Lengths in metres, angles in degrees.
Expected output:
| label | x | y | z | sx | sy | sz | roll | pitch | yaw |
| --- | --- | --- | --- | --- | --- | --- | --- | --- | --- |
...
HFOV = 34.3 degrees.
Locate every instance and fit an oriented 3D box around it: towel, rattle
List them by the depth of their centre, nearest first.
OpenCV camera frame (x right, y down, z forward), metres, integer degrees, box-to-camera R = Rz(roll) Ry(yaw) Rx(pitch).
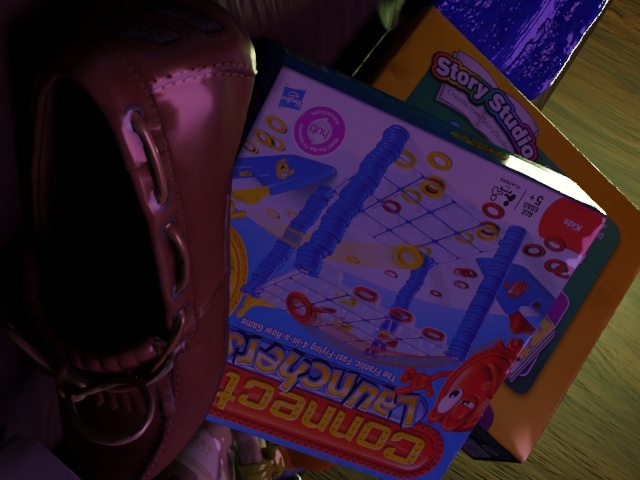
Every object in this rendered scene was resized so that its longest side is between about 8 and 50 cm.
| label | x | y | z | sx | sy | sz | roll | pitch | yaw |
| --- | --- | --- | --- | --- | --- | --- | --- | --- | --- |
| towel | 0.236 | -0.294 | 1.193 | 0.308 | 0.076 | 0.227 | 24 | 98 | -56 |
| rattle | -0.053 | 0.243 | 1.364 | 0.143 | 0.130 | 0.199 | -31 | -179 | 1 |

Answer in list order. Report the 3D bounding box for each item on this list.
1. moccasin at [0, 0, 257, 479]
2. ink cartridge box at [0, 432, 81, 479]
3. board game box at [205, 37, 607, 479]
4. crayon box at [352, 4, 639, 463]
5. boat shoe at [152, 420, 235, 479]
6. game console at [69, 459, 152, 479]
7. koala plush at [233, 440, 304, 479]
| label | x | y | z | sx | sy | sz | roll | pitch | yaw |
| --- | --- | --- | --- | --- | --- | --- | --- | --- | --- |
| moccasin | -0.126 | 0.034 | 0.640 | 0.147 | 0.139 | 0.380 | -45 | 163 | -44 |
| ink cartridge box | -0.216 | 0.316 | 0.828 | 0.117 | 0.207 | 0.283 | -41 | 160 | -39 |
| board game box | 0.030 | 0.035 | 0.880 | 0.302 | 0.308 | 0.086 | -62 | -161 | 18 |
| crayon box | 0.138 | -0.005 | 1.080 | 0.313 | 0.363 | 0.106 | -53 | -166 | -22 |
| boat shoe | -0.156 | 0.340 | 1.361 | 0.110 | 0.122 | 0.341 | -52 | 165 | -33 |
| game console | -0.165 | 0.301 | 1.036 | 0.250 | 0.173 | 0.293 | -54 | 171 | -41 |
| koala plush | -0.070 | 0.331 | 1.583 | 0.221 | 0.196 | 0.203 | -56 | 180 | -12 |
